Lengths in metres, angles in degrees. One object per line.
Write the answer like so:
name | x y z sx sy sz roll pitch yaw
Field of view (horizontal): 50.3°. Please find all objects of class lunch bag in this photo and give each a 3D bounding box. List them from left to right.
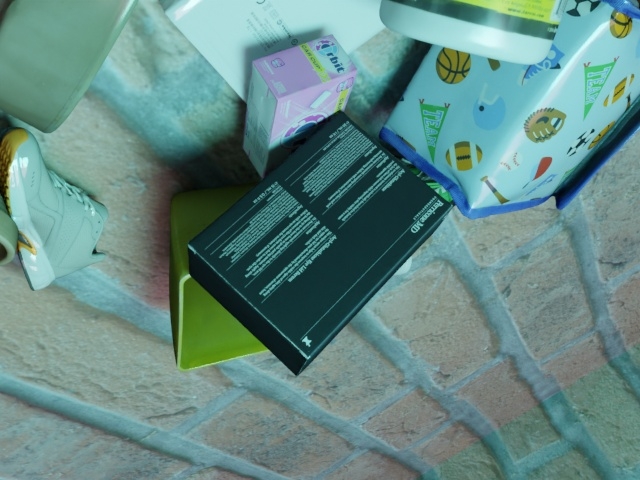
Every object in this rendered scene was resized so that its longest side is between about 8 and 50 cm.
lunch bag | 0.334 -0.216 0.956 0.386 0.239 0.327 -10 142 -47

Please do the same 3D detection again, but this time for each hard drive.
hard drive | -0.003 -0.297 0.794 0.308 0.040 0.203 -35 143 8

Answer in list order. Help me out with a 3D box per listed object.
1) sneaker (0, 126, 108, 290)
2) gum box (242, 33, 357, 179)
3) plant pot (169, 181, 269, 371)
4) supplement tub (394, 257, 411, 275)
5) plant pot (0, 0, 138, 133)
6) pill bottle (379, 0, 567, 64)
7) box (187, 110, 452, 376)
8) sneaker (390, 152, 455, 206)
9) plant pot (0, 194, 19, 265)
sneaker | -0.331 -0.048 0.850 0.121 0.099 0.262 -20 150 -24
gum box | -0.032 -0.158 0.853 0.107 0.062 0.188 -25 162 -21
plant pot | -0.123 0.034 0.985 0.212 0.187 0.212 -10 139 -22
supplement tub | 0.102 0.032 1.223 0.107 0.071 0.071 -5 137 -28
plant pot | -0.255 -0.277 0.472 0.281 0.323 0.323 25 120 -29
pill bottle | 0.185 -0.360 0.673 0.188 0.188 0.333 -1 116 -32
box | 0.000 0.000 0.812 0.261 0.184 0.103 -44 168 -23
sneaker | 0.121 -0.087 1.023 0.344 0.146 0.134 -22 168 -48
plant pot | -0.438 -0.052 0.714 0.238 0.109 0.237 1 160 0
